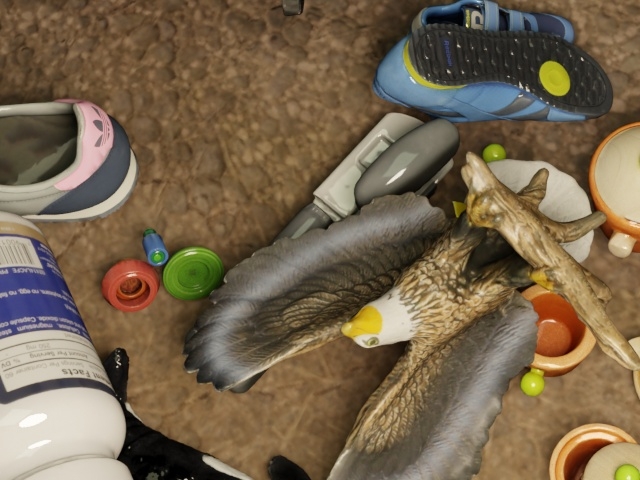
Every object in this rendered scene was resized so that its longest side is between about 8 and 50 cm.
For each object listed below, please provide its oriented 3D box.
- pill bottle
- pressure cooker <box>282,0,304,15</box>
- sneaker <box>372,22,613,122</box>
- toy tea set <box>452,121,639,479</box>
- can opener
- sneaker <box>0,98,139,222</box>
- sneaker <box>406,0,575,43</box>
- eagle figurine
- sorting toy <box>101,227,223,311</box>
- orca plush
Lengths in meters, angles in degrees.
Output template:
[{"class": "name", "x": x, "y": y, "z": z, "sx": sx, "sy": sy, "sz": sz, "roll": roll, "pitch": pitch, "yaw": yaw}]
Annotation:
[{"class": "pill bottle", "x": -0.241, "y": 0.120, "z": 1.451, "sx": 0.153, "sy": 0.153, "sz": 0.265, "roll": -25, "pitch": 60, "yaw": -5}, {"class": "pressure cooker", "x": -0.111, "y": -0.402, "z": 1.537, "sx": 0.420, "sy": 0.370, "sz": 0.376, "roll": -5, "pitch": 53, "yaw": 2}, {"class": "sneaker", "x": 0.142, "y": -0.130, "z": 1.565, "sx": 0.209, "sy": 0.082, "sz": 0.069, "roll": 6, "pitch": 67, "yaw": -25}, {"class": "toy tea set", "x": 0.230, "y": 0.053, "z": 1.472, "sx": 0.200, "sy": 0.124, "sz": 0.336, "roll": -13, "pitch": 70, "yaw": 0}, {"class": "can opener", "x": 0.000, "y": 0.000, "z": 1.534, "sx": 0.074, "sy": 0.093, "sz": 0.280, "roll": 40, "pitch": 83, "yaw": 16}, {"class": "sneaker", "x": -0.317, "y": -0.061, "z": 1.554, "sx": 0.319, "sy": 0.131, "sz": 0.112, "roll": -13, "pitch": 70, "yaw": 0}, {"class": "sneaker", "x": 0.144, "y": -0.174, "z": 1.596, "sx": 0.144, "sy": 0.059, "sz": 0.053, "roll": -2, "pitch": 69, "yaw": 2}, {"class": "eagle figurine", "x": 0.066, "y": 0.063, "z": 1.414, "sx": 0.225, "sy": 0.298, "sz": 0.226, "roll": 20, "pitch": 44, "yaw": -31}, {"class": "sorting toy", "x": -0.134, "y": 0.021, "z": 1.558, "sx": 0.102, "sy": 0.061, "sz": 0.042, "roll": -14, "pitch": 35, "yaw": -8}, {"class": "orca plush", "x": -0.088, "y": 0.197, "z": 1.458, "sx": 0.151, "sy": 0.102, "sz": 0.287, "roll": -33, "pitch": 71, "yaw": -7}]
